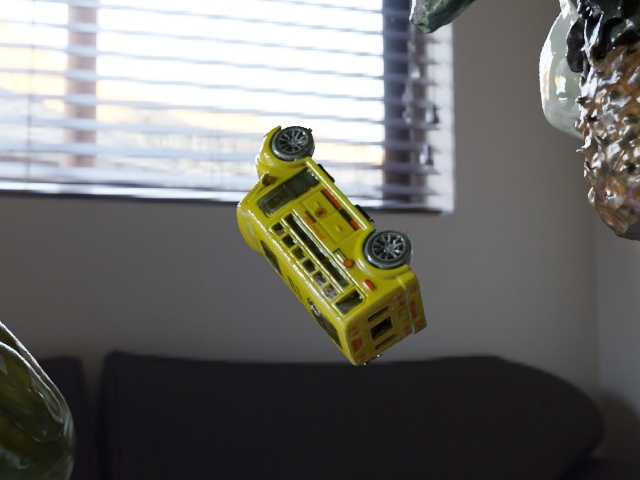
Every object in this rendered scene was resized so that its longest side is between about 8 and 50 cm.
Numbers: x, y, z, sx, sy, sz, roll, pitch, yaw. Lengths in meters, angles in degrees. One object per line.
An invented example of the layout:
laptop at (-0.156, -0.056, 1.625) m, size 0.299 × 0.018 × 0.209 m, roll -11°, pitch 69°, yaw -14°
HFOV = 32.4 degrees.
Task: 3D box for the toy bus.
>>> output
toy bus at (0.000, 0.000, 1.454) m, size 0.152 × 0.330 × 0.144 m, roll -34°, pitch -34°, yaw -11°

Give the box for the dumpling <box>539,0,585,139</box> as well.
dumpling at (0.312, -0.195, 1.253) m, size 0.131 × 0.252 × 0.179 m, roll -10°, pitch -5°, yaw 16°

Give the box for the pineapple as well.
pineapple at (0.258, -0.158, 0.875) m, size 0.141 × 0.310 × 0.170 m, roll -19°, pitch -23°, yaw 29°

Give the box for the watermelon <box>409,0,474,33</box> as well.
watermelon at (0.094, -0.256, 0.862) m, size 0.139 × 0.187 × 0.071 m, roll 24°, pitch 21°, yaw -6°

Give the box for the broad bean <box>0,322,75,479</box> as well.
broad bean at (-0.304, 0.149, 0.831) m, size 0.238 × 0.119 × 0.291 m, roll 11°, pitch -41°, yaw -16°
